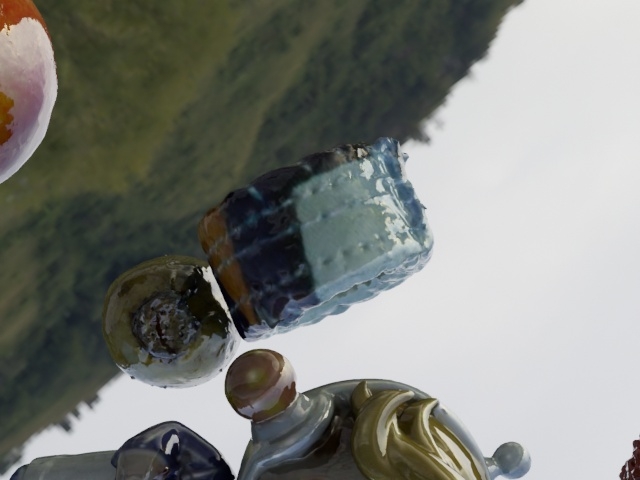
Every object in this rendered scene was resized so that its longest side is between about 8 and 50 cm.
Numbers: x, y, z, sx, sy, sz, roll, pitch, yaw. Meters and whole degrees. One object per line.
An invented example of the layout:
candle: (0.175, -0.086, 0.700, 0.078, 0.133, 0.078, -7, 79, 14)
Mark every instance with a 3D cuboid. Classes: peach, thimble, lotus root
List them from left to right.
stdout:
peach: (-0.407, -0.184, 1.507, 0.249, 0.245, 0.274, -12, -138, 48)
lotus root: (-0.161, 0.088, 1.516, 0.154, 0.154, 0.278, -38, -178, 5)
thimble: (0.000, 0.000, 1.402, 0.237, 0.150, 0.237, -23, 172, -3)

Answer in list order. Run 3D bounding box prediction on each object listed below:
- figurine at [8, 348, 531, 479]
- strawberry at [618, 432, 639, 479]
figurine: (-0.032, 0.159, 0.747, 0.274, 0.194, 0.133, -29, -174, 24)
strawberry: (0.517, 0.357, 1.738, 0.292, 0.292, 0.343, -45, 163, -18)
